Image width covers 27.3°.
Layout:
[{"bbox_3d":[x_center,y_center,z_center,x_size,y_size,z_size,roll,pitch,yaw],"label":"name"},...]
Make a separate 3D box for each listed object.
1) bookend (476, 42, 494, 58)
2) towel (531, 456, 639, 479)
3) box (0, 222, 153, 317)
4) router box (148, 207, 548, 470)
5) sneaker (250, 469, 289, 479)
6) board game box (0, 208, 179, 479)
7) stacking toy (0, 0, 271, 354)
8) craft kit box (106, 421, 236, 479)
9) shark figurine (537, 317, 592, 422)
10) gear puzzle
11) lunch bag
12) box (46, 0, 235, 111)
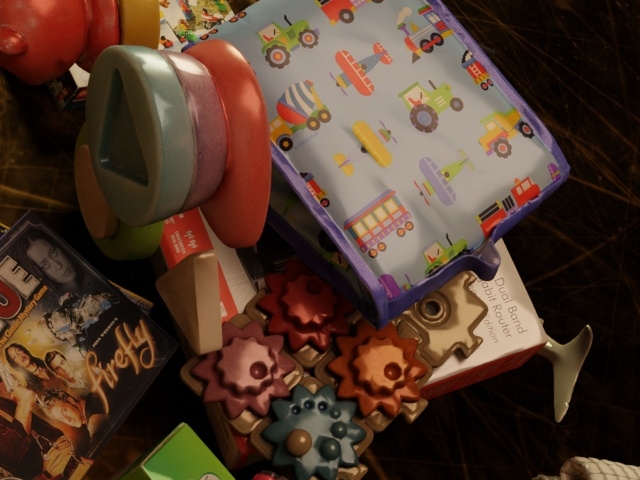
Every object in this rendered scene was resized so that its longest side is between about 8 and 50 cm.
[{"bbox_3d":[0.119,-0.113,1.413,0.072,0.157,0.156,16,53,-30],"label":"bookend"},{"bbox_3d":[0.327,0.369,1.295,0.235,0.121,0.284,18,51,-32],"label":"towel"},{"bbox_3d":[-0.228,0.048,1.098,0.169,0.054,0.059,29,48,-20],"label":"box"},{"bbox_3d":[0.000,0.000,1.209,0.301,0.082,0.335,-18,73,-17],"label":"router box"},{"bbox_3d":[0.012,0.331,1.080,0.112,0.121,0.299,-41,93,-17],"label":"sneaker"},{"bbox_3d":[-0.226,0.103,0.976,0.165,0.042,0.243,43,38,-8],"label":"board game box"},{"bbox_3d":[-0.175,-0.068,1.043,0.130,0.279,0.309,-12,38,-31],"label":"stacking toy"},{"bbox_3d":[-0.085,0.275,0.926,0.250,0.246,0.061,49,43,-1],"label":"craft kit box"},{"bbox_3d":[0.148,0.073,1.352,0.278,0.166,0.116,43,81,8],"label":"shark figurine"},{"bbox_3d":[0.053,0.052,1.128,0.175,0.044,0.339,42,67,7],"label":"gear puzzle"},{"bbox_3d":[0.055,-0.084,1.119,0.221,0.138,0.293,-35,73,-22],"label":"lunch bag"},{"bbox_3d":[-0.192,-0.223,1.314,0.233,0.044,0.159,-19,76,-45],"label":"box"}]
